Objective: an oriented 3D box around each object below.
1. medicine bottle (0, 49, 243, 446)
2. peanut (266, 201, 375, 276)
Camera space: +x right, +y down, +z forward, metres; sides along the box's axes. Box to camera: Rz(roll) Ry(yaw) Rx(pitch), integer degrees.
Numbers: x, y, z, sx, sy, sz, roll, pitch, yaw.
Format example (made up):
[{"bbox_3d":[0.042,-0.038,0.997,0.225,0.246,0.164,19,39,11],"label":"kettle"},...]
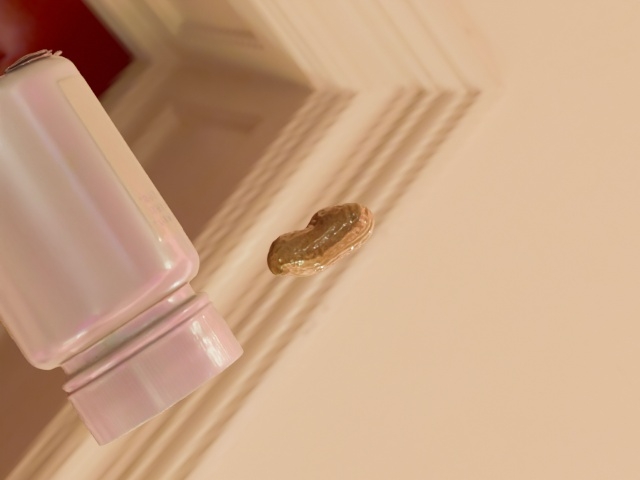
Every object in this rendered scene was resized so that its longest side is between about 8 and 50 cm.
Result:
[{"bbox_3d":[-0.257,0.008,1.595,0.213,0.379,0.213,-33,-179,1],"label":"medicine bottle"},{"bbox_3d":[0.000,0.000,1.452,0.113,0.054,0.054,-29,-146,-8],"label":"peanut"}]
